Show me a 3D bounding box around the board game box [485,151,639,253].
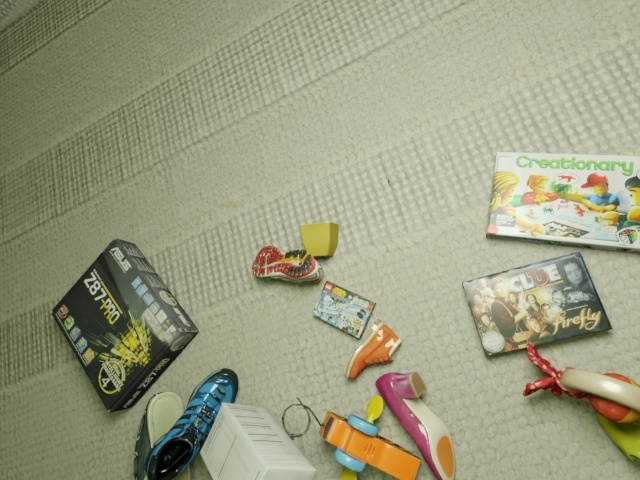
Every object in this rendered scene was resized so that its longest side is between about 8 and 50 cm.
[{"bbox_3d":[0.528,-0.087,0.881,0.305,0.053,0.193,7,81,22],"label":"board game box"}]

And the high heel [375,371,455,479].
[{"bbox_3d":[0.204,0.410,0.903,0.117,0.082,0.244,-30,82,46],"label":"high heel"}]

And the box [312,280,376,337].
[{"bbox_3d":[0.057,0.170,1.020,0.137,0.027,0.094,24,89,23],"label":"box"}]

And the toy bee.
[{"bbox_3d":[0.068,0.423,0.914,0.195,0.162,0.298,-43,86,-13],"label":"toy bee"}]

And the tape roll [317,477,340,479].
[{"bbox_3d":[0.029,0.682,0.884,0.286,0.100,0.286,-4,78,20],"label":"tape roll"}]

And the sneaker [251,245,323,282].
[{"bbox_3d":[-0.091,0.074,1.067,0.225,0.092,0.088,7,67,39],"label":"sneaker"}]

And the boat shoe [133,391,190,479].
[{"bbox_3d":[-0.426,0.573,1.078,0.113,0.127,0.340,-16,79,49],"label":"boat shoe"}]

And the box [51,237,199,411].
[{"bbox_3d":[-0.585,0.239,1.214,0.318,0.097,0.395,-46,67,3],"label":"box"}]

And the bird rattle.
[{"bbox_3d":[0.506,0.268,0.738,0.253,0.207,0.143,33,75,9],"label":"bird rattle"}]

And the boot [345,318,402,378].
[{"bbox_3d":[0.122,0.272,0.960,0.084,0.059,0.158,36,92,19],"label":"boot"}]

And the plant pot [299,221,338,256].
[{"bbox_3d":[0.000,0.000,1.052,0.081,0.081,0.083,-5,86,20],"label":"plant pot"}]

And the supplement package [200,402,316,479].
[{"bbox_3d":[-0.147,0.493,0.918,0.244,0.133,0.139,22,87,54],"label":"supplement package"}]

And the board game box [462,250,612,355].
[{"bbox_3d":[0.446,0.136,0.871,0.243,0.042,0.165,-19,73,16],"label":"board game box"}]

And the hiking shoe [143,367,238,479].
[{"bbox_3d":[-0.300,0.458,1.003,0.113,0.132,0.304,41,72,-13],"label":"hiking shoe"}]
